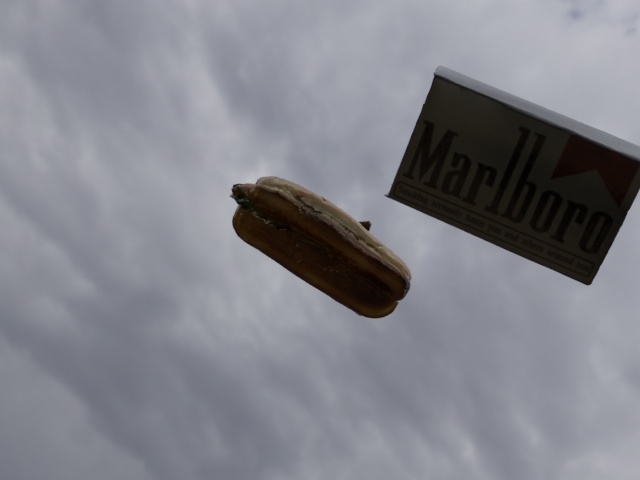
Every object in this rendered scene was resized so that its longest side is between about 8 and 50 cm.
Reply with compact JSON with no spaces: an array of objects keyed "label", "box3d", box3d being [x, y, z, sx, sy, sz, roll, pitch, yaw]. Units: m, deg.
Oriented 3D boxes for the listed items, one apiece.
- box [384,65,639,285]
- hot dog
[{"label":"box","box3d":[0.150,-0.050,0.853,0.177,0.036,0.115,24,-62,8]},{"label":"hot dog","box3d":[0.000,0.000,1.322,0.250,0.076,0.104,32,-62,-10]}]
